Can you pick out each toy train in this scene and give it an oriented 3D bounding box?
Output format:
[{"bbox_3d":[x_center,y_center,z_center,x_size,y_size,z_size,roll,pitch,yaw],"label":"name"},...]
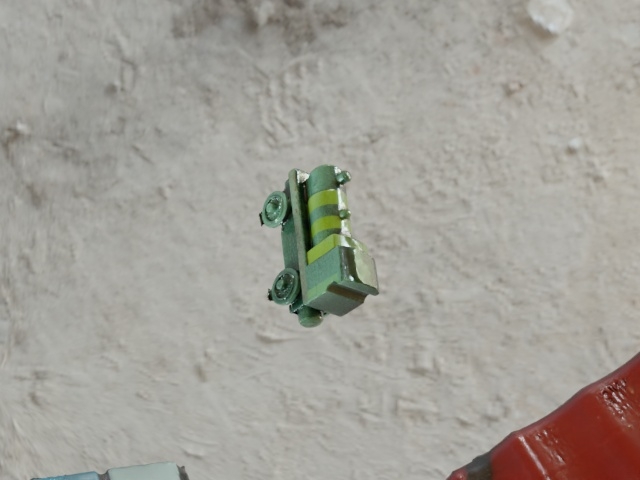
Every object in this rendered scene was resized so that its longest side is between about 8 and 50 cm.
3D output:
[{"bbox_3d":[-0.001,0.000,1.462,0.083,0.132,0.200,18,51,-40],"label":"toy train"}]

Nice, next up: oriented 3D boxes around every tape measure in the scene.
[{"bbox_3d":[0.241,0.208,1.010,0.253,0.260,0.114,-34,51,3],"label":"tape measure"}]

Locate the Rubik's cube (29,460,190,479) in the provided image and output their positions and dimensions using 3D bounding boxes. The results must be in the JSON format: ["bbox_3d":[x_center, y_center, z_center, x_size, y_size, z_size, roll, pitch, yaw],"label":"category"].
[{"bbox_3d":[-0.210,0.350,1.261,0.183,0.167,0.180,-2,122,-23],"label":"Rubik's cube"}]
